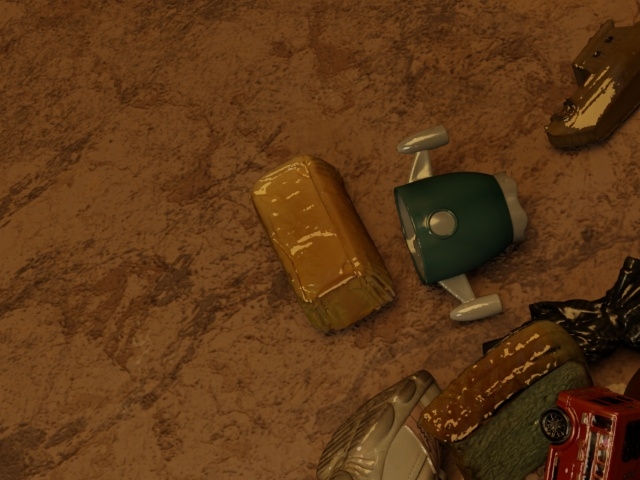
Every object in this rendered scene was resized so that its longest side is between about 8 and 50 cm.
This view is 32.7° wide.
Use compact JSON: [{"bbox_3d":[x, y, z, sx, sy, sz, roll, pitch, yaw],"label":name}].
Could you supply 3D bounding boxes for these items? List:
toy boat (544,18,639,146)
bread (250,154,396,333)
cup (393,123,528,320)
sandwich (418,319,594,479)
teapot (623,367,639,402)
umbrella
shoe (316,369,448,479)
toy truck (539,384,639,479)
[{"bbox_3d":[0.468,-0.276,1.734,0.321,0.089,0.121,-48,55,-8],"label":"toy boat"},{"bbox_3d":[0.000,0.000,1.721,0.152,0.119,0.288,-29,58,5],"label":"bread"},{"bbox_3d":[0.215,-0.030,1.651,0.173,0.167,0.299,-17,86,-2],"label":"cup"},{"bbox_3d":[0.256,0.227,1.448,0.226,0.251,0.087,-35,54,-2],"label":"sandwich"},{"bbox_3d":[0.471,0.245,1.456,0.178,0.135,0.252,30,95,-5],"label":"teapot"},{"bbox_3d":[0.388,0.104,1.545,0.337,0.128,0.154,-12,38,24],"label":"umbrella"},{"bbox_3d":[0.094,0.350,1.501,0.198,0.172,0.351,41,57,-6],"label":"shoe"},{"bbox_3d":[0.342,0.319,1.391,0.114,0.107,0.252,13,99,45],"label":"toy truck"}]
